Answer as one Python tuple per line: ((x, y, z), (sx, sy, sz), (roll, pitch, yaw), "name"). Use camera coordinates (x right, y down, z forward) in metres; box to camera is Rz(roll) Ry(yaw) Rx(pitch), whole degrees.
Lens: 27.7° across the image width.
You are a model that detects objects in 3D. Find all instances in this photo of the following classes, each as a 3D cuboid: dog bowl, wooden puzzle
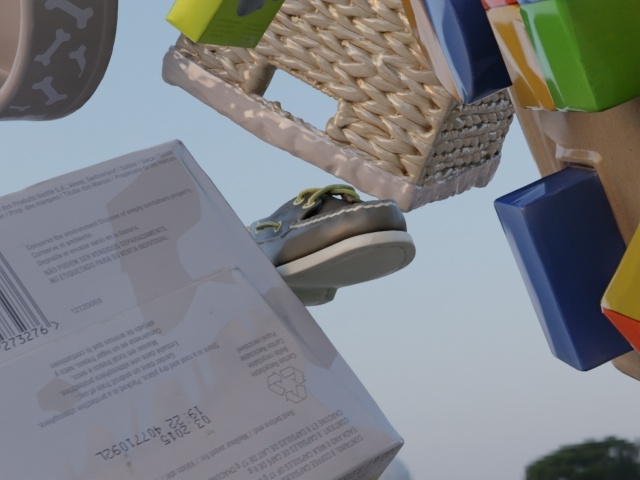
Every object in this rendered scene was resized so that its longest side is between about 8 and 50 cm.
((-0.367, -0.283, 1.368), (0.349, 0.348, 0.102), (-20, 4, 45), "dog bowl")
((0.124, -0.047, 0.600), (0.080, 0.322, 0.348), (-24, 10, -2), "wooden puzzle")

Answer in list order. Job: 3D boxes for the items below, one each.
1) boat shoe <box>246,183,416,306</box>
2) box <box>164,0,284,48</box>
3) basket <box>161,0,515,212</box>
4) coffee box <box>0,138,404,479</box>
((-0.004, 0.000, 1.152), (0.109, 0.091, 0.305), (0, -11, -20), "boat shoe")
((-0.043, -0.239, 1.039), (0.178, 0.042, 0.109), (-56, -16, 19), "box")
((0.066, -0.232, 1.448), (0.328, 0.266, 0.331), (30, 19, 16), "basket")
((-0.201, 0.183, 1.070), (0.338, 0.338, 0.334), (-22, -27, -36), "coffee box")
